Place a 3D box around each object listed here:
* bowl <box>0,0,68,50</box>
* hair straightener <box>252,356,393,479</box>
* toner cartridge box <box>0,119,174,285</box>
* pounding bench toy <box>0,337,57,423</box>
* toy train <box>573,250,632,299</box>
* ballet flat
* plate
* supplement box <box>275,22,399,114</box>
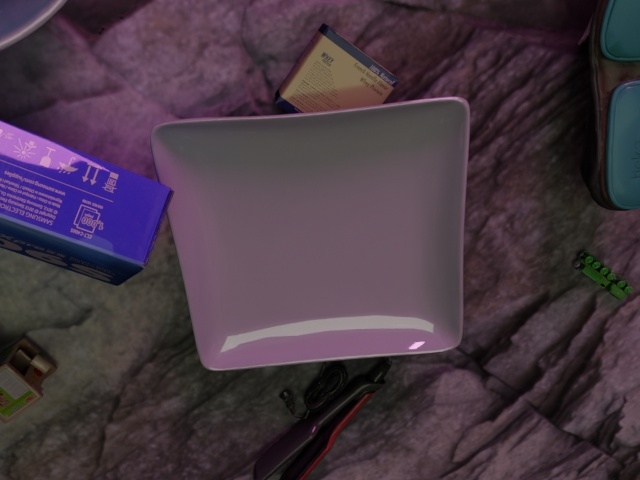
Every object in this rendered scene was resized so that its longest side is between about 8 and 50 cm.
[{"bbox_3d":[-0.300,-0.288,0.457,0.311,0.163,0.311,-5,112,-12],"label":"bowl"},{"bbox_3d":[-0.004,0.201,0.751,0.089,0.047,0.230,38,103,-18],"label":"hair straightener"},{"bbox_3d":[-0.312,-0.057,0.532,0.348,0.165,0.075,22,72,-20],"label":"toner cartridge box"},{"bbox_3d":[-0.313,0.138,0.686,0.083,0.065,0.052,-35,110,8],"label":"pounding bench toy"},{"bbox_3d":[0.323,0.041,0.737,0.083,0.017,0.023,33,116,-17],"label":"toy train"},{"bbox_3d":[0.287,-0.167,0.608,0.095,0.096,0.280,1,113,-2],"label":"ballet flat"},{"bbox_3d":[0.000,0.000,0.627,0.277,0.045,0.278,-5,119,0],"label":"plate"},{"bbox_3d":[0.014,-0.146,0.611,0.083,0.056,0.083,32,106,-17],"label":"supplement box"}]
